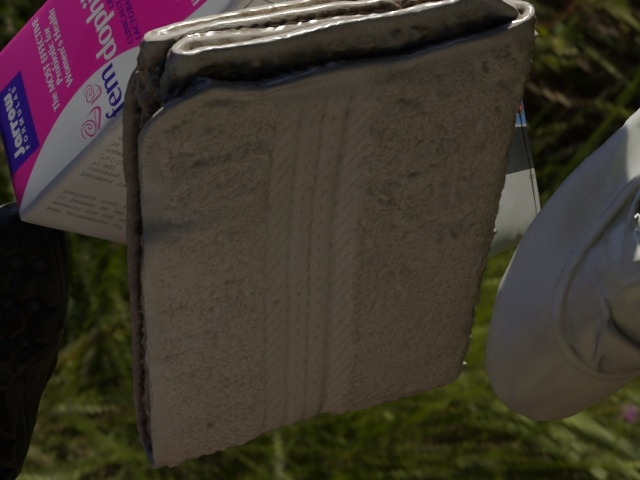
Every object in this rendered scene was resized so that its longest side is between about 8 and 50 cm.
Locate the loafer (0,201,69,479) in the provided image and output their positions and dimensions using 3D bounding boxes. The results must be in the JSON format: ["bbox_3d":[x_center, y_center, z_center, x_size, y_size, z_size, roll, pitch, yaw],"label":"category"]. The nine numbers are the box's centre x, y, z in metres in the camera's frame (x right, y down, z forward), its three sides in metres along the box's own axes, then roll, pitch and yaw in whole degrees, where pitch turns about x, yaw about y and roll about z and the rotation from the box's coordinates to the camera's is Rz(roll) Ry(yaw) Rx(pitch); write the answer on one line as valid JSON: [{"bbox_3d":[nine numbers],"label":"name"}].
[{"bbox_3d":[-0.200,0.059,1.010,0.078,0.076,0.223,-90,15,-52],"label":"loafer"}]

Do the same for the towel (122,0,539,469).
[{"bbox_3d":[0.000,0.000,0.777,0.282,0.187,0.049,94,157,-46],"label":"towel"}]

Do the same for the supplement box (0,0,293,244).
[{"bbox_3d":[-0.068,-0.103,0.872,0.220,0.114,0.111,-41,54,32],"label":"supplement box"}]

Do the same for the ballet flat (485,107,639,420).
[{"bbox_3d":[0.243,-0.026,1.015,0.400,0.139,0.139,-53,11,16],"label":"ballet flat"}]

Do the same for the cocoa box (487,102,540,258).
[{"bbox_3d":[0.020,-0.083,1.269,0.231,0.228,0.347,-10,2,19],"label":"cocoa box"}]
